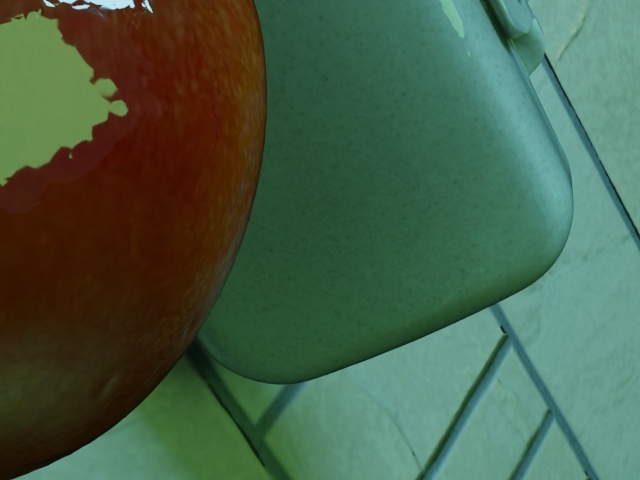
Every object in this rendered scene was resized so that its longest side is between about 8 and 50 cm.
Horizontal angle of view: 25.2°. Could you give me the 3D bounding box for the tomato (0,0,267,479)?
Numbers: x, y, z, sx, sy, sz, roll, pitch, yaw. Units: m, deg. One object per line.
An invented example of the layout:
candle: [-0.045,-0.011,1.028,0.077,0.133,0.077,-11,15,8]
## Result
tomato: [-0.182,-0.036,0.627,0.321,0.321,0.321,12,73,-46]

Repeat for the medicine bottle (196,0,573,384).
medicine bottle: [-0.027,-0.105,0.815,0.375,0.282,0.123,60,16,-18]
